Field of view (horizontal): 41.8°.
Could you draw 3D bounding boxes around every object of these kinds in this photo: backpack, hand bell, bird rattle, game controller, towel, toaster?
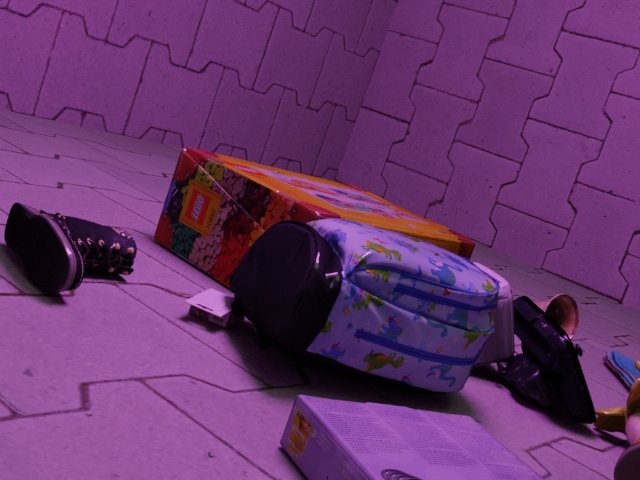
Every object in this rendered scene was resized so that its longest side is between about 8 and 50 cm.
[{"bbox_3d":[0.086,0.095,1.224,0.355,0.273,0.290,36,-1,-21],"label":"backpack"},{"bbox_3d":[0.478,0.171,2.000,0.126,0.126,0.242,13,-1,-35],"label":"hand bell"},{"bbox_3d":[0.555,0.322,1.298,0.253,0.143,0.207,34,23,6],"label":"bird rattle"},{"bbox_3d":[0.402,0.201,1.460,0.166,0.067,0.319,61,5,-8],"label":"game controller"},{"bbox_3d":[0.761,0.334,1.746,0.271,0.040,0.370,19,10,3],"label":"towel"},{"bbox_3d":[0.264,0.131,1.490,0.129,0.146,0.227,-8,17,-14],"label":"toaster"}]

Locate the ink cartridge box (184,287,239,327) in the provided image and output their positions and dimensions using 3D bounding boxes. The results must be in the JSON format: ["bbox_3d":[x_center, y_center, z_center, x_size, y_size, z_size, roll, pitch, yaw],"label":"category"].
[{"bbox_3d":[-0.158,0.103,1.241,0.063,0.029,0.115,22,11,10],"label":"ink cartridge box"}]

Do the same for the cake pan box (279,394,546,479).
[{"bbox_3d":[0.125,0.251,0.858,0.267,0.070,0.246,13,14,-33],"label":"cake pan box"}]

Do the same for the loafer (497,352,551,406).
[{"bbox_3d":[0.350,0.240,1.439,0.061,0.062,0.170,58,5,-5],"label":"loafer"}]

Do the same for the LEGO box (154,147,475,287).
[{"bbox_3d":[0.000,0.000,1.631,0.372,0.193,0.500,28,13,40],"label":"LEGO box"}]

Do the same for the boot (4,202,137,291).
[{"bbox_3d":[-0.336,0.016,1.205,0.178,0.085,0.236,14,10,-40],"label":"boot"}]

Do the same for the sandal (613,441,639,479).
[{"bbox_3d":[0.474,0.332,0.979,0.086,0.120,0.303,-5,23,-36],"label":"sandal"}]
